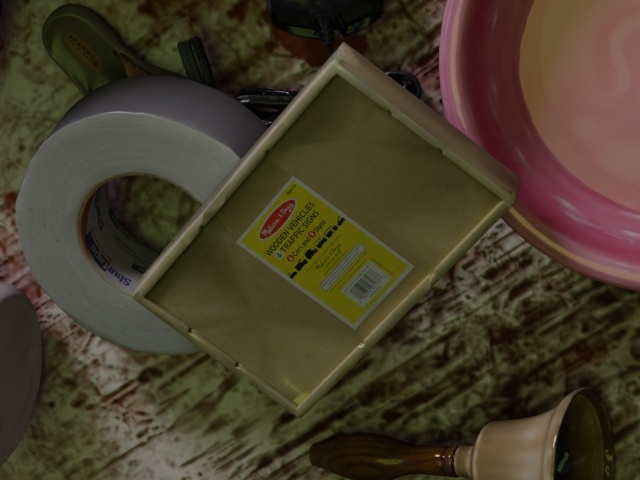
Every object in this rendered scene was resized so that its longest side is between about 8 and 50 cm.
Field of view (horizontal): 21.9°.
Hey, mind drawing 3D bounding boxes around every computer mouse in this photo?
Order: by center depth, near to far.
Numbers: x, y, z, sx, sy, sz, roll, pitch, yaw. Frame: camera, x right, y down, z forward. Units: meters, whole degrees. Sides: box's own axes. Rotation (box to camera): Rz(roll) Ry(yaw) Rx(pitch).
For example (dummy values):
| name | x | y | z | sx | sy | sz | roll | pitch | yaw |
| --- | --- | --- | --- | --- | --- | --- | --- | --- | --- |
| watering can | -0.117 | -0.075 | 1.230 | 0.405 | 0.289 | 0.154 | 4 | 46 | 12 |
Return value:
| name | x | y | z | sx | sy | sz | roll | pitch | yaw |
| --- | --- | --- | --- | --- | --- | --- | --- | --- | --- |
| computer mouse | -0.033 | -0.204 | 1.275 | 0.184 | 0.060 | 0.262 | -11 | 110 | 18 |

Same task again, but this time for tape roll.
| name | x | y | z | sx | sy | sz | roll | pitch | yaw |
| --- | --- | --- | --- | --- | --- | --- | --- | --- | --- |
| tape roll | -0.127 | -0.018 | 1.314 | 0.219 | 0.072 | 0.219 | 6 | 120 | 10 |

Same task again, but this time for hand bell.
| name | x | y | z | sx | sy | sz | roll | pitch | yaw |
| --- | --- | --- | --- | --- | --- | --- | --- | --- | --- |
| hand bell | 0.100 | 0.176 | 1.322 | 0.242 | 0.126 | 0.126 | -1 | 104 | 31 |

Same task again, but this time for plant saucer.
| name | x | y | z | sx | sy | sz | roll | pitch | yaw |
| --- | --- | --- | --- | --- | --- | --- | --- | --- | --- |
| plant saucer | 0.254 | -0.130 | 1.186 | 0.332 | 0.084 | 0.332 | 5 | 106 | 17 |

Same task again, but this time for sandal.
| name | x | y | z | sx | sy | sz | roll | pitch | yaw |
| --- | --- | --- | --- | --- | --- | --- | --- | --- | --- |
| sandal | -0.159 | -0.122 | 1.338 | 0.180 | 0.049 | 0.072 | 40 | 112 | 4 |

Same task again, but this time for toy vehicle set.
| name | x | y | z | sx | sy | sz | roll | pitch | yaw |
| --- | --- | --- | --- | --- | --- | --- | --- | --- | --- |
| toy vehicle set | 0.000 | 0.000 | 1.231 | 0.166 | 0.035 | 0.267 | 38 | 120 | -10 |

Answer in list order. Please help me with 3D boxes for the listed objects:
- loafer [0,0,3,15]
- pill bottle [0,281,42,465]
| name | x | y | z | sx | sy | sz | roll | pitch | yaw |
| --- | --- | --- | --- | --- | --- | --- | --- | --- | --- |
| loafer | -0.442 | -0.165 | 1.371 | 0.366 | 0.134 | 0.130 | 7 | 106 | 16 |
| pill bottle | -0.406 | 0.096 | 1.410 | 0.302 | 0.169 | 0.169 | 10 | 107 | 15 |
